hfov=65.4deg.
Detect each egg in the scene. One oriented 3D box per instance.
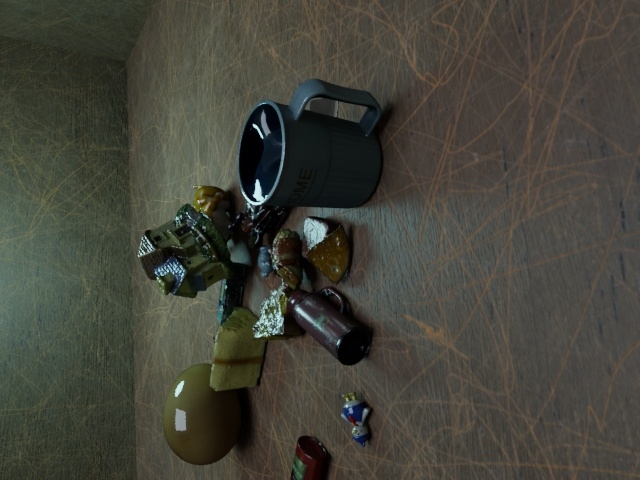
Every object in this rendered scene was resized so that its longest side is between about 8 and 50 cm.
[{"bbox_3d":[-0.459,0.671,1.940,0.301,0.300,0.374,-46,50,45],"label":"egg"}]

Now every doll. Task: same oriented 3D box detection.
[{"bbox_3d":[-0.449,-0.107,2.090,0.162,0.166,0.270,-15,67,32],"label":"doll"},{"bbox_3d":[0.098,0.482,1.341,0.098,0.057,0.143,-25,73,37],"label":"doll"},{"bbox_3d":[-0.166,0.061,1.732,0.179,0.075,0.120,-19,69,53],"label":"doll"}]

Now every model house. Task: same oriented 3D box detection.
[{"bbox_3d":[-0.519,0.052,1.857,0.321,0.266,0.261,39,148,33],"label":"model house"}]

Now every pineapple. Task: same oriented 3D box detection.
[{"bbox_3d":[-0.133,0.255,1.646,0.186,0.114,0.237,51,126,45],"label":"pineapple"}]

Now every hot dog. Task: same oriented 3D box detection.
[{"bbox_3d":[-0.107,0.064,1.582,0.146,0.102,0.213,87,180,-62],"label":"hot dog"}]

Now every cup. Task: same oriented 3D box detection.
[{"bbox_3d":[-0.021,-0.246,1.321,0.256,0.310,0.332,28,111,53],"label":"cup"}]

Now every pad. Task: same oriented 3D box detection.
[{"bbox_3d":[-0.005,-0.326,1.576,0.176,0.002,0.267,15,101,55],"label":"pad"}]

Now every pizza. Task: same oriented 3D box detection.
[{"bbox_3d":[0.023,0.043,1.423,0.041,0.130,0.179,-77,-20,-80],"label":"pizza"}]

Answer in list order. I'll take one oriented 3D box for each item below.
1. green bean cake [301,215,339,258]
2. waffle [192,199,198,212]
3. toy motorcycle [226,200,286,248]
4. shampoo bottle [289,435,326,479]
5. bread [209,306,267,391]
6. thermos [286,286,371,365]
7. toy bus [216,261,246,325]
[{"bbox_3d":[0.000,0.000,1.505,0.135,0.056,0.135,21,105,54],"label":"green bean cake"},{"bbox_3d":[-0.574,-0.061,2.371,0.291,0.051,0.292,-8,81,58],"label":"waffle"},{"bbox_3d":[-0.236,-0.084,1.795,0.401,0.134,0.207,-55,45,37],"label":"toy motorcycle"},{"bbox_3d":[-0.053,0.765,1.530,0.118,0.076,0.315,28,112,50],"label":"shampoo bottle"},{"bbox_3d":[-0.344,0.405,1.895,0.236,0.198,0.264,34,115,60],"label":"bread"},{"bbox_3d":[0.007,0.218,1.437,0.330,0.109,0.137,30,114,53],"label":"thermos"},{"bbox_3d":[-0.364,0.213,2.015,0.109,0.091,0.262,28,110,60],"label":"toy bus"}]
